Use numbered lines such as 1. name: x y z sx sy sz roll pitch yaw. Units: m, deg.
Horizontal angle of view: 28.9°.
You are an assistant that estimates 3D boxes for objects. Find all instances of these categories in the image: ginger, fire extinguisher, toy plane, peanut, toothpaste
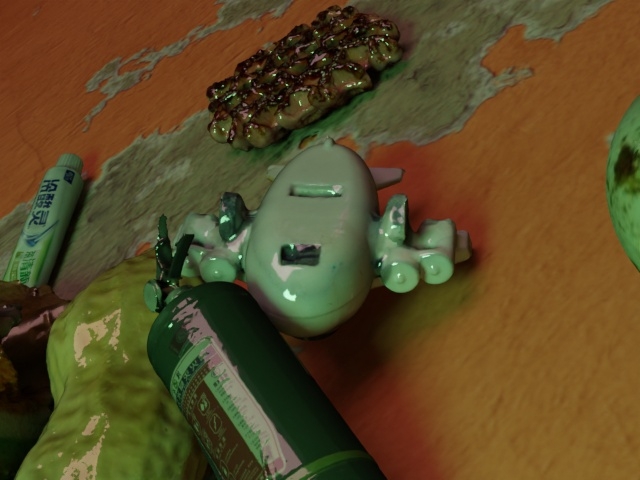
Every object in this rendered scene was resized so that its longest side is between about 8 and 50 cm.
1. ginger: -0.285 0.114 1.148 0.270 0.123 0.219 -26 51 5
2. fire extinguisher: -0.056 0.104 0.857 0.093 0.118 0.294 -9 44 -35
3. toy plane: 0.000 0.000 1.002 0.245 0.117 0.244 -2 32 1
4. peanut: -0.150 0.127 0.981 0.149 0.149 0.313 -20 39 24
5. toothpaste: -0.319 0.004 1.417 0.075 0.048 0.297 -16 39 20

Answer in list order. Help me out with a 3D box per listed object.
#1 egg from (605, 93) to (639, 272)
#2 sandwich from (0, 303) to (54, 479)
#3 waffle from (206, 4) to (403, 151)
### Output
1. egg: 0.274 -0.019 0.731 0.169 0.169 0.231 -42 48 -11
2. sandwich: -0.274 0.114 0.980 0.109 0.160 0.185 -7 1 4
3. waffle: -0.024 -0.179 1.365 0.234 0.055 0.221 -34 28 -7
